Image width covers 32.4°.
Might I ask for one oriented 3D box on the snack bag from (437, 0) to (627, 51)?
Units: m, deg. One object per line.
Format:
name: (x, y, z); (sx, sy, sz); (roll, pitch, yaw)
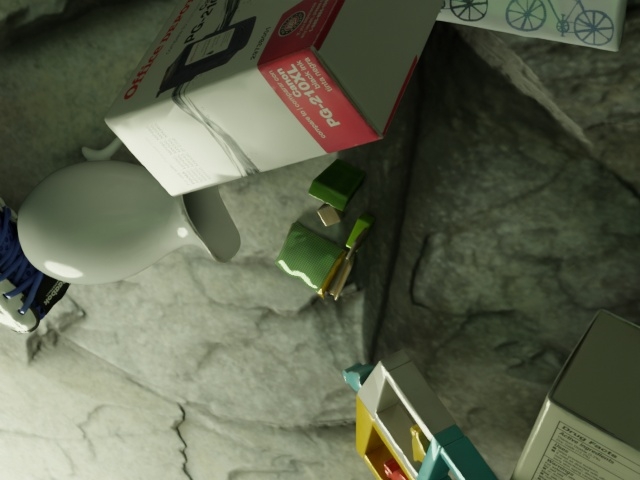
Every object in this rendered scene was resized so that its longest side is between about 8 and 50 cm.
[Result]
snack bag: (0.106, -0.335, 0.849); (0.323, 0.037, 0.342); (16, 122, 17)

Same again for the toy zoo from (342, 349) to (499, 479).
toy zoo: (0.110, 0.235, 1.068); (0.293, 0.030, 0.192); (54, 155, 29)

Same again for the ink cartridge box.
ink cartridge box: (-0.040, -0.147, 0.902); (0.237, 0.172, 0.100); (-12, 132, 40)

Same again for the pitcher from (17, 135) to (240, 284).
pitcher: (-0.198, -0.049, 1.106); (0.207, 0.125, 0.177); (-9, 87, 22)

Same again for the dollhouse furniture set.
dollhouse furniture set: (0.000, 0.000, 1.068); (0.076, 0.058, 0.151); (29, 125, 8)

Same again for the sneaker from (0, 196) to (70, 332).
sneaker: (-0.350, -0.003, 1.169); (0.182, 0.127, 0.315); (24, 151, -3)

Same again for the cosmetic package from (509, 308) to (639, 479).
cosmetic package: (0.255, 0.217, 0.974); (0.160, 0.113, 0.309); (29, 144, 16)
